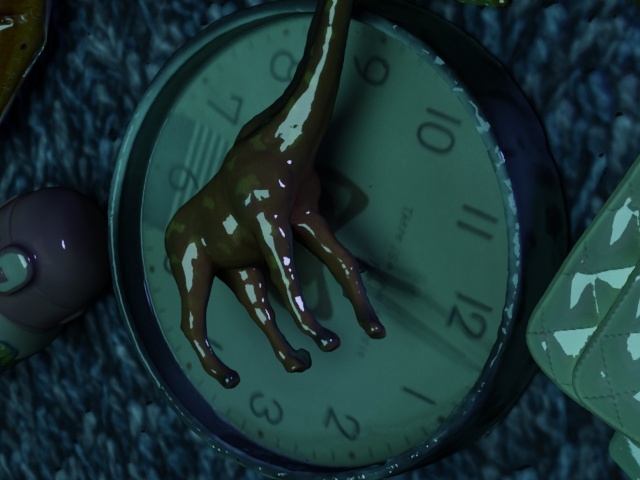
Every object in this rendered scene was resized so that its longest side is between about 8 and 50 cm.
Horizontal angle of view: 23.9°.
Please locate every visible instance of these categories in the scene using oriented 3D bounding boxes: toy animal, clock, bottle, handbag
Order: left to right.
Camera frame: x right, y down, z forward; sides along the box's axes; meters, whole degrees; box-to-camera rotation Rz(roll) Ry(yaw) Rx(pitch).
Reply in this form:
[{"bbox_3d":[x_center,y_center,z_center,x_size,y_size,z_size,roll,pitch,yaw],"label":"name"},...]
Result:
[{"bbox_3d":[-0.256,0.043,1.119,0.253,0.120,0.120,-30,80,32],"label":"bottle"},{"bbox_3d":[-0.014,-0.045,0.914,0.224,0.066,0.229,-25,77,31],"label":"toy animal"},{"bbox_3d":[0.000,0.000,0.987,0.325,0.067,0.325,4,97,32],"label":"clock"},{"bbox_3d":[0.255,0.032,0.830,0.219,0.079,0.256,37,115,19],"label":"handbag"}]

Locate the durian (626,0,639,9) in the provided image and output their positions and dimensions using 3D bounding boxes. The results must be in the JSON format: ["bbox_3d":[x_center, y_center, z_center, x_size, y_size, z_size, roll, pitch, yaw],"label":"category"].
[{"bbox_3d":[0.213,-0.200,0.780,0.196,0.167,0.196,6,109,17],"label":"durian"}]

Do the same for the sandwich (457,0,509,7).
[{"bbox_3d":[0.086,-0.263,0.934,0.117,0.144,0.187,15,139,30],"label":"sandwich"}]

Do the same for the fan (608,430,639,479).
[{"bbox_3d":[0.239,0.185,0.890,0.038,0.016,0.193,-46,72,25],"label":"fan"}]

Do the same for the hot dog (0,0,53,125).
[{"bbox_3d":[-0.261,-0.174,1.123,0.144,0.075,0.268,31,108,28],"label":"hot dog"}]
